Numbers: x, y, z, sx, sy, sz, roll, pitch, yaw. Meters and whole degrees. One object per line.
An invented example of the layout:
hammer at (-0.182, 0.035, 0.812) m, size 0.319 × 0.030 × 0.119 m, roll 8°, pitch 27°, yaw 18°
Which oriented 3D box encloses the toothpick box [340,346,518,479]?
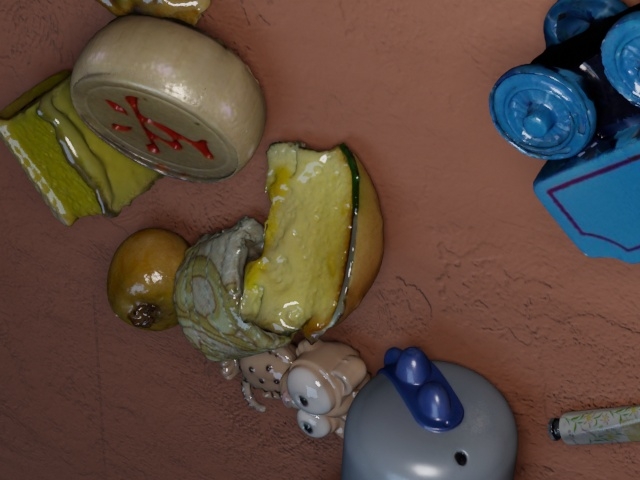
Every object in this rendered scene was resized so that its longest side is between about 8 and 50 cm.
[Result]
toothpick box at (0.137, 0.305, 1.855) m, size 0.263 × 0.263 × 0.354 m, roll 24°, pitch 138°, yaw 23°

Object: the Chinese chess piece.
Chinese chess piece at (-0.188, -0.174, 1.723) m, size 0.250 × 0.103 × 0.249 m, roll 20°, pitch 156°, yaw 9°

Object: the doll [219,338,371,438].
doll at (-0.039, 0.199, 1.995) m, size 0.278 × 0.119 × 0.154 m, roll 8°, pitch 127°, yaw 43°

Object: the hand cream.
hand cream at (0.372, 0.230, 1.720) m, size 0.195 × 0.042 × 0.067 m, roll -11°, pitch 117°, yaw 42°

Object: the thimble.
thimble at (-0.117, 0.069, 1.921) m, size 0.143 × 0.137 × 0.190 m, roll -15°, pitch 92°, yaw 48°

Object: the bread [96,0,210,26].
bread at (-0.249, -0.328, 1.704) m, size 0.232 × 0.088 × 0.128 m, roll 41°, pitch 152°, yaw -6°

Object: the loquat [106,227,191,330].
loquat at (-0.243, 0.058, 2.012) m, size 0.137 × 0.163 × 0.163 m, roll 26°, pitch 151°, yaw -29°

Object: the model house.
model house at (-0.346, -0.127, 1.903) m, size 0.234 × 0.175 × 0.193 m, roll -15°, pitch 116°, yaw 44°

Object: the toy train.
toy train at (0.326, -0.123, 1.310) m, size 0.265 × 0.188 × 0.300 m, roll 48°, pitch 141°, yaw -15°

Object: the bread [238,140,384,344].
bread at (0.003, 0.007, 1.756) m, size 0.174 × 0.133 × 0.251 m, roll 6°, pitch 86°, yaw 34°
